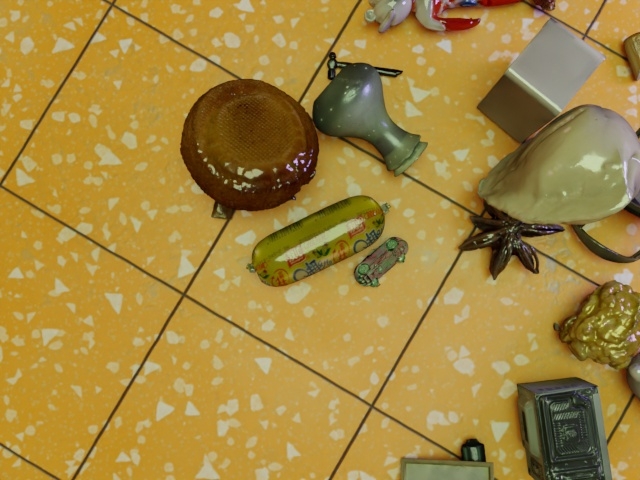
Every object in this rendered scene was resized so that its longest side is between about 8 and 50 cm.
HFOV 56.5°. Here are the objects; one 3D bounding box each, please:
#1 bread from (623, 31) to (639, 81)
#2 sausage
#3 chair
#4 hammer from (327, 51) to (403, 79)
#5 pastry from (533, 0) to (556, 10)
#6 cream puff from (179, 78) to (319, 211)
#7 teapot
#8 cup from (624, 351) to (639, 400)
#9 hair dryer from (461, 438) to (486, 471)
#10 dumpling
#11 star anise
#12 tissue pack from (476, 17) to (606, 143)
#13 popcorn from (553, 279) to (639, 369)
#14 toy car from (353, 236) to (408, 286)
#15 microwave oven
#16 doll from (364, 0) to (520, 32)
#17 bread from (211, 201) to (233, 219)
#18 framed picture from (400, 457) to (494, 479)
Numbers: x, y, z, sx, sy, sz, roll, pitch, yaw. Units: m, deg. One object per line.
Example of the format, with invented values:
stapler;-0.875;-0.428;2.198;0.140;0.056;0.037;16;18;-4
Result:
bread;0.743;-0.427;1.374;0.062;0.049;0.103;-20;88;27
sausage;0.000;0.000;1.315;0.347;0.123;0.123;-25;87;0
chair;0.702;-0.097;1.311;0.188;0.166;0.272;31;129;2
hammer;0.103;-0.397;1.392;0.178;0.021;0.065;8;87;-2
pastry;0.524;-0.609;1.373;0.063;0.087;0.169;14;86;35
cream puff;-0.152;-0.197;1.284;0.303;0.212;0.303;3;70;-7
teapot;0.111;-0.259;1.314;0.251;0.183;0.183;42;88;-9
cup;0.757;0.289;1.293;0.173;0.134;0.142;-40;85;-1
hair dryer;0.398;0.586;1.299;0.244;0.116;0.302;-4;80;-3
dumpling;0.477;-0.154;1.215;0.316;0.395;0.233;-8;121;25
star anise;0.431;-0.025;1.337;0.229;0.093;0.236;5;83;6
tissue pack;0.457;-0.332;1.273;0.136;0.246;0.159;39;88;3
popcorn;0.628;0.189;1.291;0.194;0.140;0.163;-38;70;-5
toy car;0.135;0.045;1.345;0.142;0.069;0.055;-41;48;-2
microwave oven;0.524;0.416;1.291;0.162;0.122;0.208;-7;87;-1
doll;0.282;-0.567;1.368;0.384;0.099;0.188;-18;86;-7
bread;-0.219;-0.089;1.364;0.047;0.036;0.083;12;89;-3
framed picture;0.272;0.545;1.283;0.201;0.010;0.135;-5;65;20
